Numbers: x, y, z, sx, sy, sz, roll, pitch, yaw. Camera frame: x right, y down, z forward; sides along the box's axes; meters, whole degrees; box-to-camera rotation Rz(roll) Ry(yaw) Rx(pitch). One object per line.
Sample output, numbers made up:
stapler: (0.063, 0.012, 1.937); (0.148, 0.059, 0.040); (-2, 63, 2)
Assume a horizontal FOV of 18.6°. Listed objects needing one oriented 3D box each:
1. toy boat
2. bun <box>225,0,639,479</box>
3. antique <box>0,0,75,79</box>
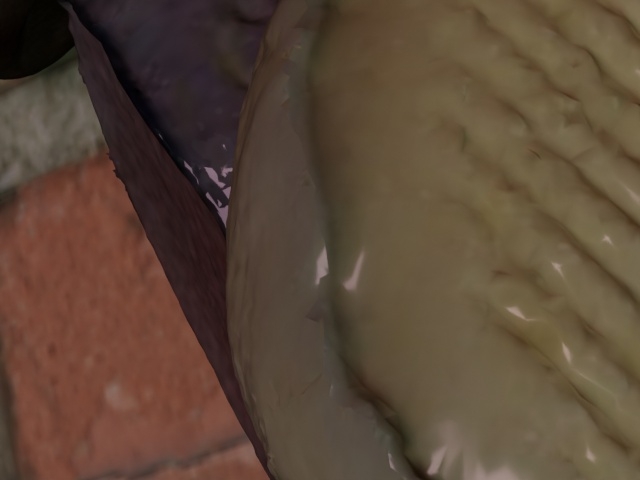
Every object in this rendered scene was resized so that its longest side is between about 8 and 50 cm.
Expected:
toy boat: (0.000, 0.000, 0.597); (0.085, 0.155, 0.227); (-25, 79, -10)
bun: (0.115, 0.024, 0.472); (0.287, 0.287, 0.146); (50, 155, 23)
antique: (-0.087, -0.138, 0.648); (0.257, 0.143, 0.121); (-22, 79, 31)
